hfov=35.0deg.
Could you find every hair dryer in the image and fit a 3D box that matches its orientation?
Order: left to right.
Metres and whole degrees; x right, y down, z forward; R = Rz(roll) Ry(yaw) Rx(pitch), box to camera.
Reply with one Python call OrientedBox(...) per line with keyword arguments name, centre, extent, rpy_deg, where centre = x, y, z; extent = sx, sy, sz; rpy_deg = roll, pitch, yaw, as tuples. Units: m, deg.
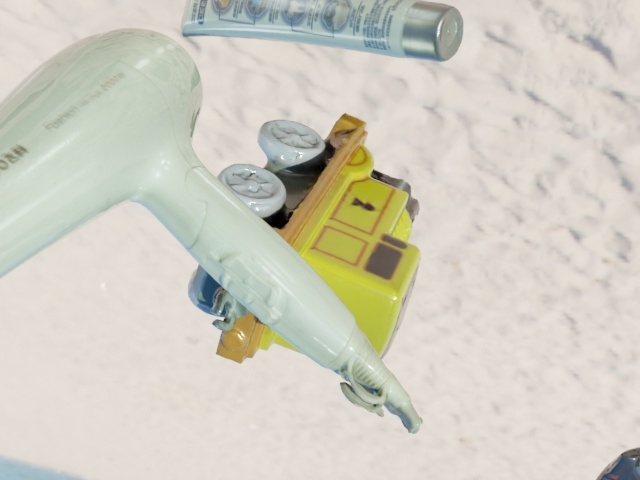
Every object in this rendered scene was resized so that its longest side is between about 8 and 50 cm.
OrientedBox(name="hair dryer", centre=(-0.055, 0.022, 0.429), extent=(0.237, 0.206, 0.075), rpy_deg=(37, 127, -3))

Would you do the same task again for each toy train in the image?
OrientedBox(name="toy train", centre=(0.000, 0.000, 0.607), extent=(0.127, 0.219, 0.089), rpy_deg=(23, 122, 6))

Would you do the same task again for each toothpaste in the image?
OrientedBox(name="toothpaste", centre=(-0.010, -0.163, 0.730), extent=(0.239, 0.062, 0.039), rpy_deg=(16, -172, 33))

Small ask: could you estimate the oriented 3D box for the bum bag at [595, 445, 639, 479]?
OrientedBox(name="bum bag", centre=(0.190, 0.113, 0.495), extent=(0.124, 0.034, 0.058), rpy_deg=(-11, 141, -5))
